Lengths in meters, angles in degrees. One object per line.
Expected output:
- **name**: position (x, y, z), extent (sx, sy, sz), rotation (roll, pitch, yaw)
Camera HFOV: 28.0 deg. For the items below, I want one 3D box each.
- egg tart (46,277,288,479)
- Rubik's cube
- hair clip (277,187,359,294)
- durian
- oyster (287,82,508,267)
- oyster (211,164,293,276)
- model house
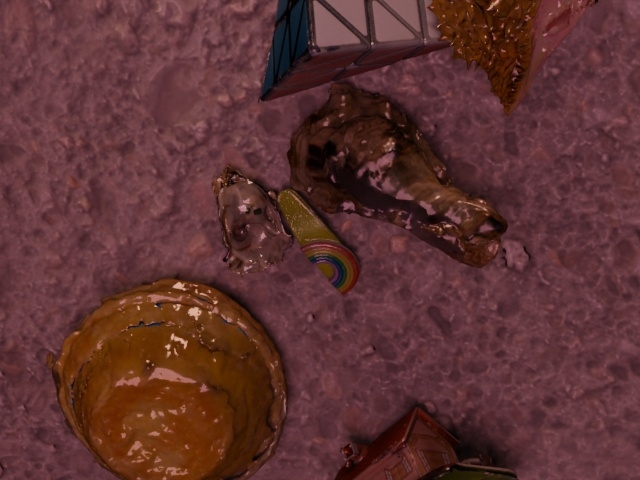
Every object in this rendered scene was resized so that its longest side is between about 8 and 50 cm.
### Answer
- **egg tart**: position (-0.239, 0.250, 1.977), extent (0.388, 0.169, 0.388), rotation (2, 114, 4)
- **Rubik's cube**: position (0.020, -0.295, 1.717), extent (0.229, 0.233, 0.228), rotation (30, 164, 36)
- **hair clip**: position (0.000, 0.000, 1.892), extent (0.060, 0.033, 0.188), rotation (-31, 108, 20)
- **durian**: position (0.243, -0.343, 1.662), extent (0.195, 0.185, 0.305), rotation (37, 106, 21)
- **oyster**: position (0.104, -0.069, 1.801), extent (0.337, 0.133, 0.198), rotation (32, 128, 5)
- **oyster**: position (-0.101, -0.032, 1.893), extent (0.108, 0.053, 0.165), rotation (-11, 108, 7)
- **model house**: position (0.137, 0.372, 1.985), extent (0.207, 0.154, 0.294), rotation (13, 134, -43)
